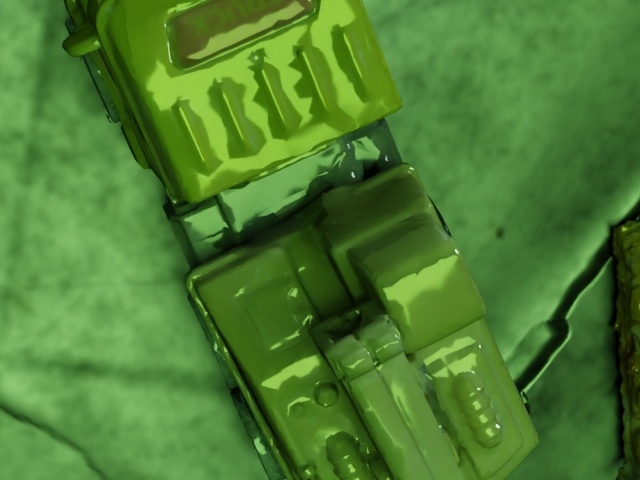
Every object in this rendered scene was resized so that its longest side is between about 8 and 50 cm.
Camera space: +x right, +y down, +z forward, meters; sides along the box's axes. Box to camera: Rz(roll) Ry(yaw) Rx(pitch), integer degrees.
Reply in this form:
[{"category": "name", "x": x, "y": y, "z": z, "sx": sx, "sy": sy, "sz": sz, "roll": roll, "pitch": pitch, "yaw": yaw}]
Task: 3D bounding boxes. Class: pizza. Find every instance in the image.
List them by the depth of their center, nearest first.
[{"category": "pizza", "x": 0.194, "y": 0.035, "z": 0.701, "sx": 0.178, "sy": 0.041, "sz": 0.131, "roll": -36, "pitch": 107, "yaw": -3}]

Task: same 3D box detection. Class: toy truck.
[{"category": "toy truck", "x": 0.000, "y": 0.000, "z": 0.584, "sx": 0.124, "sy": 0.157, "sz": 0.272, "roll": -25, "pitch": 108, "yaw": -7}]
